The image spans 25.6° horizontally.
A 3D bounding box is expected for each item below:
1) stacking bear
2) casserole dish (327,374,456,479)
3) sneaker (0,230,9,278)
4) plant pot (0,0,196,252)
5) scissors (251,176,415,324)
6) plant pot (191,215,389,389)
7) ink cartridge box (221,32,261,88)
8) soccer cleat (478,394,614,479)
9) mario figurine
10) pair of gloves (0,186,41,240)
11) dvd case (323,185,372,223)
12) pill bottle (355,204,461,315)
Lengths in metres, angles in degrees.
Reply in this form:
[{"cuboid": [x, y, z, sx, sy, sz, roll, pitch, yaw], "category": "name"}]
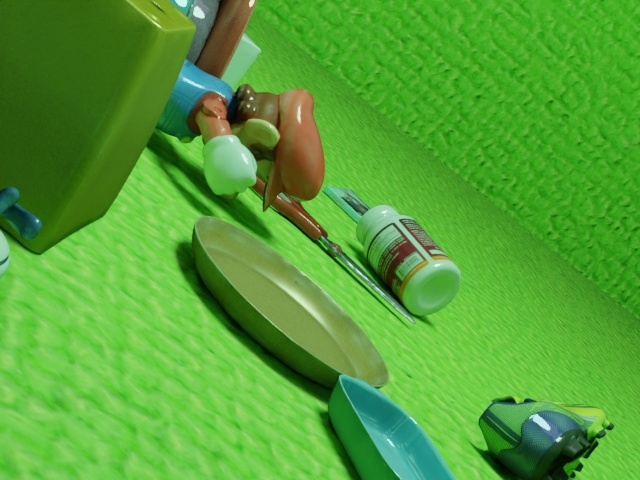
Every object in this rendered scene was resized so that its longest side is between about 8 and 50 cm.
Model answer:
[{"cuboid": [-0.243, -0.287, 1.690, 0.289, 0.164, 0.175, 26, -27, -14], "category": "stacking bear"}, {"cuboid": [0.063, 0.184, 1.178, 0.114, 0.037, 0.188, 33, 13, -33], "category": "casserole dish"}, {"cuboid": [-0.264, -0.040, 0.809, 0.094, 0.091, 0.258, 49, 12, 36], "category": "sneaker"}, {"cuboid": [-0.219, -0.143, 1.114, 0.212, 0.187, 0.212, 40, 12, -2], "category": "plant pot"}, {"cuboid": [0.000, 0.000, 1.741, 0.297, 0.021, 0.109, 47, 10, 25], "category": "scissors"}, {"cuboid": [-0.034, 0.066, 1.326, 0.236, 0.032, 0.236, 39, 10, -8], "category": "plant pot"}, {"cuboid": [-0.238, -0.328, 1.949, 0.201, 0.117, 0.278, 29, 16, -47], "category": "ink cartridge box"}, {"cuboid": [0.251, 0.207, 1.580, 0.121, 0.093, 0.289, 37, 9, 17], "category": "soccer cleat"}, {"cuboid": [-0.146, -0.122, 1.563, 0.320, 0.170, 0.198, 29, 49, -7], "category": "mario figurine"}, {"cuboid": [-0.268, -0.067, 0.943, 0.198, 0.023, 0.159, 43, -13, -10], "category": "pair of gloves"}, {"cuboid": [0.055, -0.048, 2.112, 0.087, 0.013, 0.119, 43, 11, 14], "category": "dvd case"}, {"cuboid": [0.110, 0.022, 1.838, 0.086, 0.086, 0.152, 29, 16, -46], "category": "pill bottle"}]
